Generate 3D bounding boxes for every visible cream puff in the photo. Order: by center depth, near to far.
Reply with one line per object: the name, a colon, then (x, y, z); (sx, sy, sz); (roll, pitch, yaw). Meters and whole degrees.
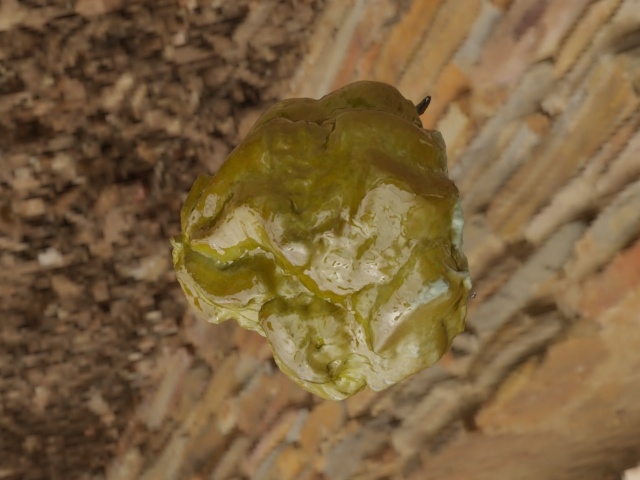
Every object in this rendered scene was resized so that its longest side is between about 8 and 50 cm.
cream puff: (-0.001, 0.000, 0.705); (0.156, 0.156, 0.121); (-17, 159, 7)
